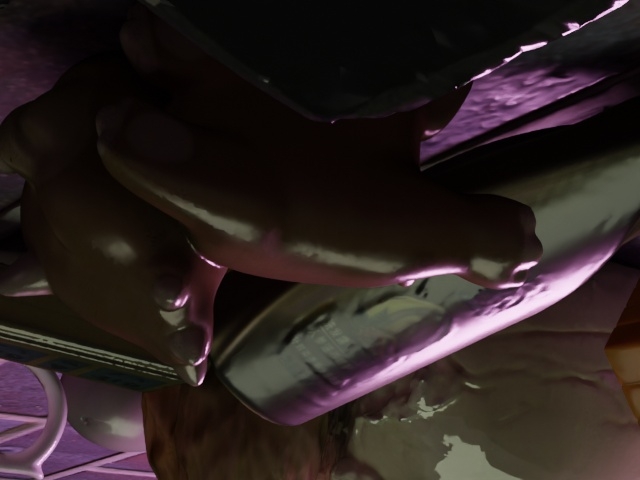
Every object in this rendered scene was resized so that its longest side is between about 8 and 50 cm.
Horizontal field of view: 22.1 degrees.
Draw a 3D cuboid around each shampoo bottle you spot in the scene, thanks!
[{"bbox_3d":[0.097,-0.001,0.953,0.350,0.084,0.125,-27,138,20],"label":"shampoo bottle"}]

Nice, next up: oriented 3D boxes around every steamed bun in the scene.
[{"bbox_3d":[0.145,0.151,1.313,0.312,0.233,0.334,1,164,-6],"label":"steamed bun"}]

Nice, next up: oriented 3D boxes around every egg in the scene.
[{"bbox_3d":[-0.164,0.135,1.442,0.135,0.103,0.103,6,161,-26],"label":"egg"}]

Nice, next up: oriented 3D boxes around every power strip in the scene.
[{"bbox_3d":[-0.259,0.043,1.141,0.387,0.066,0.092,18,162,-27],"label":"power strip"}]

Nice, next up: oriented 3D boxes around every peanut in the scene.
[{"bbox_3d":[-0.070,0.140,1.289,0.110,0.197,0.233,9,178,-20],"label":"peanut"}]

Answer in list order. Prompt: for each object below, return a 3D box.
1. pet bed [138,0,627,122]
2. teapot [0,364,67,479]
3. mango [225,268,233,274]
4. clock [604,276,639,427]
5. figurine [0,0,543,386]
[{"bbox_3d":[0.032,-0.157,0.493,0.183,0.159,0.211,37,145,-21],"label":"pet bed"},{"bbox_3d":[-0.341,0.104,1.246,0.298,0.139,0.204,4,169,-10],"label":"teapot"},{"bbox_3d":[0.001,0.002,1.069,0.163,0.089,0.111,-21,151,29],"label":"mango"},{"bbox_3d":[0.311,0.076,1.086,0.166,0.235,0.309,-14,158,31],"label":"clock"},{"bbox_3d":[-0.046,-0.015,0.862,0.247,0.177,0.173,-1,145,-26],"label":"figurine"}]
